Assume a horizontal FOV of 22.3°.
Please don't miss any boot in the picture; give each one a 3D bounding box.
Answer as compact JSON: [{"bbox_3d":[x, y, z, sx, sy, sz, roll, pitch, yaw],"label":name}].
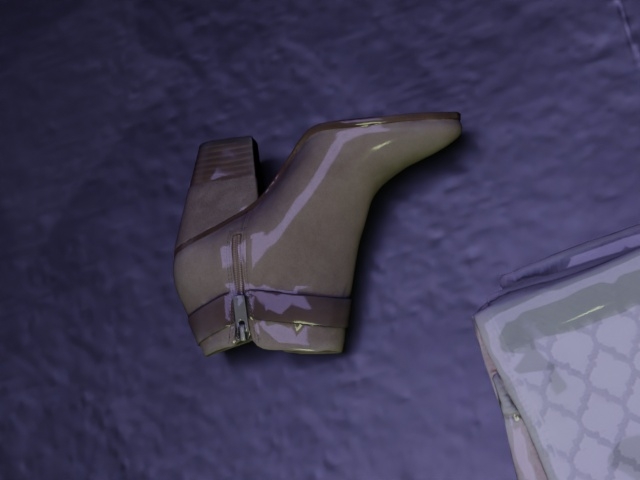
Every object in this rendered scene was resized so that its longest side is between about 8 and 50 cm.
[{"bbox_3d":[0.000,0.000,0.621,0.118,0.042,0.087,-8,81,17],"label":"boot"}]

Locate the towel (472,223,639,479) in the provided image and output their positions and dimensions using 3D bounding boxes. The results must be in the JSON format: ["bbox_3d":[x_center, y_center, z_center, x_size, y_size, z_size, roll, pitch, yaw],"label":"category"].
[{"bbox_3d":[0.241,0.102,0.509,0.332,0.053,0.317,-23,72,13],"label":"towel"}]
